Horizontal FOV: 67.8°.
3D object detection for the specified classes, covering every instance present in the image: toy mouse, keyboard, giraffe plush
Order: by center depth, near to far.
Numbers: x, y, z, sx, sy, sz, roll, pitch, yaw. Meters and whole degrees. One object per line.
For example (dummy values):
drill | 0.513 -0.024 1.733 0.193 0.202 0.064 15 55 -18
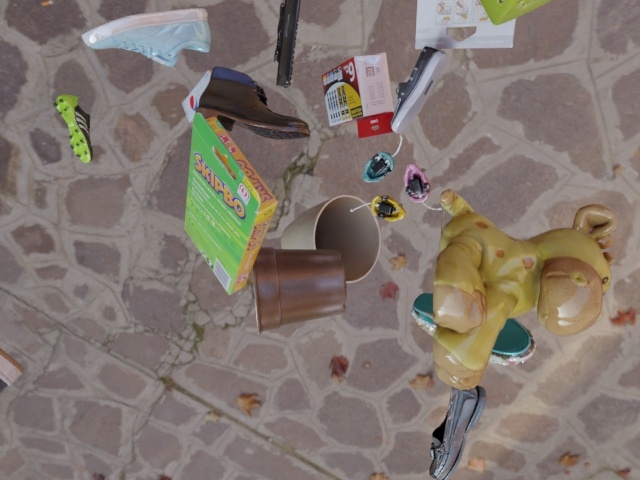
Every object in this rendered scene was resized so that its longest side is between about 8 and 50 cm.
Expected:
giraffe plush | 0.208 0.045 0.490 0.171 0.210 0.181 2 148 17
toy mouse | 0.126 -0.100 0.767 0.161 0.031 0.143 17 117 32
keyboard | -0.087 -0.584 1.310 0.033 0.201 0.316 3 108 -20

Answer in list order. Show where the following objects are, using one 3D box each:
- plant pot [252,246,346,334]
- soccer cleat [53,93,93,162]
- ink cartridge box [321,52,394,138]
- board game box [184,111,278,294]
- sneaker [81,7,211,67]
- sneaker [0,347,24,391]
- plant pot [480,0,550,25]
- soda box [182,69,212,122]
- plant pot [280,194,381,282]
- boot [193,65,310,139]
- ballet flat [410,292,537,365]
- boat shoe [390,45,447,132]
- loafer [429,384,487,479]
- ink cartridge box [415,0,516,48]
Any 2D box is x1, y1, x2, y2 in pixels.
plant pot | -0.042 0.083 0.897 0.165 0.167 0.166 -5 117 -8
soccer cleat | -0.625 -0.293 1.242 0.060 0.072 0.178 -12 102 26
ink cartridge box | 0.137 -0.515 1.767 0.130 0.309 0.271 -14 101 -19
board game box | -0.118 -0.033 0.581 0.124 0.039 0.259 53 153 13
sneaker | -0.489 -0.579 1.393 0.366 0.135 0.150 -20 112 -21
sneaker | -0.515 0.176 0.619 0.099 0.153 0.282 28 147 12
plant pot | 0.397 -0.573 0.856 0.227 0.207 0.228 -27 91 2
soda box | -0.351 -0.447 1.484 0.216 0.074 0.069 -22 88 51
plant pot | 0.000 0.000 1.486 0.274 0.256 0.256 -4 124 52
boot | -0.114 -0.242 0.832 0.219 0.082 0.106 12 89 13
ballet flat | 0.252 0.149 0.785 0.091 0.241 0.077 -39 120 -17
boat shoe | 0.237 -0.395 1.241 0.076 0.080 0.228 39 116 22
loafer | 0.305 0.451 1.138 0.084 0.096 0.267 19 105 0
ink cartridge box | 0.367 -0.612 1.168 0.296 0.066 0.261 24 126 46
